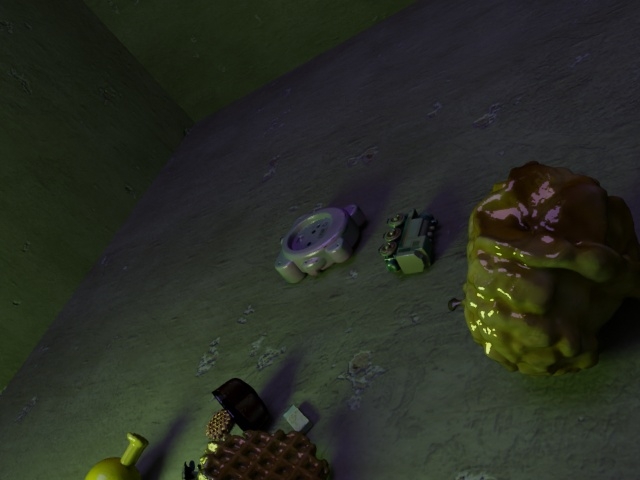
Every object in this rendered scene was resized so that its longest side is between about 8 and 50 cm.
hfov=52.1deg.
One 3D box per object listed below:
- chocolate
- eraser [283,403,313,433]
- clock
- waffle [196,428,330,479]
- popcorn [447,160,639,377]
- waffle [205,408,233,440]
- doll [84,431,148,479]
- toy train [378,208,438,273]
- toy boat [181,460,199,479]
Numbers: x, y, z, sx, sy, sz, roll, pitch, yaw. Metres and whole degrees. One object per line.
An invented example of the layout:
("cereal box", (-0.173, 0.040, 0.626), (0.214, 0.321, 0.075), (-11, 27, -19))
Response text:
("chocolate", (-0.169, 0.385, 1.498), (0.080, 0.125, 0.149), (-41, 63, -17))
("eraser", (-0.049, 0.388, 1.412), (0.038, 0.019, 0.083), (-48, 28, -8))
("clock", (0.000, 0.000, 1.835), (0.248, 0.090, 0.227), (-15, 38, 38))
("waffle", (-0.101, 0.444, 1.208), (0.245, 0.254, 0.052), (-117, 32, -54))
("popcorn", (0.398, 0.052, 1.063), (0.382, 0.349, 0.349), (1, 44, 18))
("waffle", (-0.243, 0.444, 1.572), (0.075, 0.029, 0.083), (-8, 45, 48))
("doll", (-0.520, 0.639, 1.559), (0.363, 0.145, 0.199), (-61, -8, -17))
("toy train", (0.217, -0.001, 1.574), (0.125, 0.080, 0.194), (-9, 38, 30))
("toy boat", (-0.201, 0.496, 1.336), (0.270, 0.140, 0.140), (-20, 32, 11))
